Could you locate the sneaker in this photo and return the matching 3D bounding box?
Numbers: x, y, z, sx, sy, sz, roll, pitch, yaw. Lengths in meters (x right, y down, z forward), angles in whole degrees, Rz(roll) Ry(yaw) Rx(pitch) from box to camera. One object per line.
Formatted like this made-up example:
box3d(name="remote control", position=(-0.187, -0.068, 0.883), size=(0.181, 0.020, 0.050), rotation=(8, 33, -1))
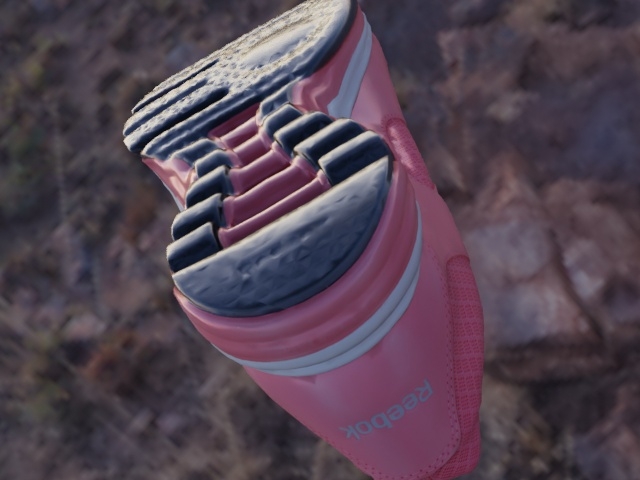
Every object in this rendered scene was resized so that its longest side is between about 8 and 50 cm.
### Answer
box3d(name="sneaker", position=(-0.001, 0.000, 0.796), size=(0.116, 0.136, 0.314), rotation=(-28, 25, 9))
